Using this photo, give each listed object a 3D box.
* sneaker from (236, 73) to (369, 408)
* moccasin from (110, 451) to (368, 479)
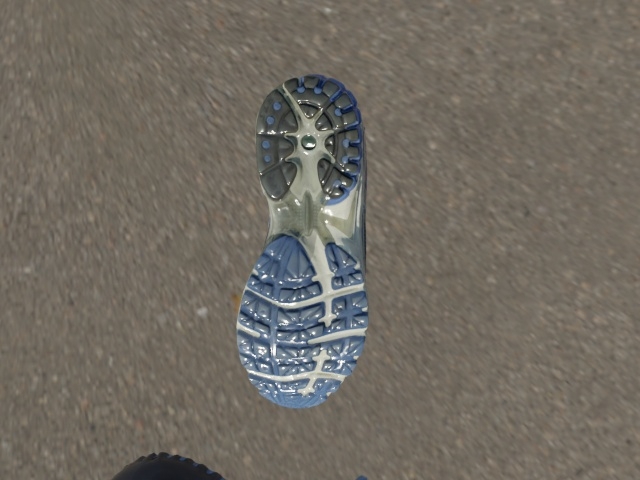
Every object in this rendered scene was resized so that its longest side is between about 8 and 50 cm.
[{"bbox_3d":[0.000,0.000,0.552,0.052,0.058,0.135,9,104,8],"label":"sneaker"},{"bbox_3d":[0.000,0.219,0.796,0.342,0.137,0.117,51,47,-32],"label":"moccasin"}]
